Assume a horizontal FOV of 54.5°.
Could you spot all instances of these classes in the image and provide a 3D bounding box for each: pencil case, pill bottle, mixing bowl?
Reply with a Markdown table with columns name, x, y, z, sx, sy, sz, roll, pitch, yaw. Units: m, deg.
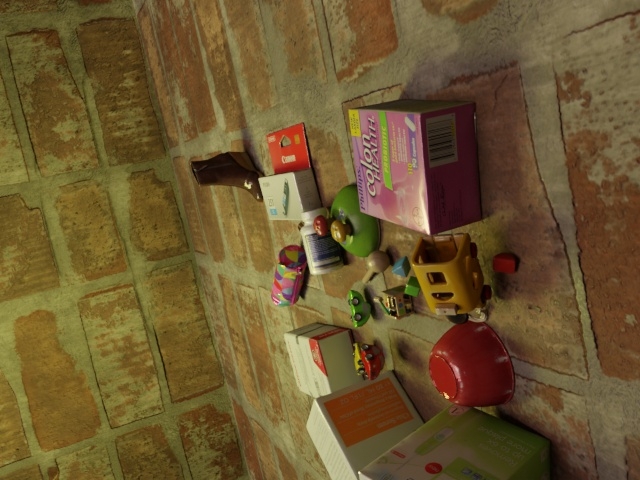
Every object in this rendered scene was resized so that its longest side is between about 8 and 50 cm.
| name | x | y | z | sx | sy | sz | roll | pitch | yaw |
| --- | --- | --- | --- | --- | --- | --- | --- | --- | --- |
| pencil case | -0.099 | 0.117 | 1.965 | 0.104 | 0.105 | 0.236 | 60 | 155 | 30 |
| pill bottle | 0.000 | 0.000 | 1.666 | 0.094 | 0.094 | 0.169 | 0 | 104 | 66 |
| mixing bowl | 0.274 | 0.248 | 1.201 | 0.181 | 0.098 | 0.181 | 45 | 143 | 50 |

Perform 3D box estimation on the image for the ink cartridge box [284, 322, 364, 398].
| name | x | y | z | sx | sy | sz | roll | pitch | yaw |
| --- | --- | --- | --- | --- | --- | --- | --- | --- | --- |
| ink cartridge box | 0.008 | 0.361 | 1.852 | 0.273 | 0.114 | 0.196 | -7 | 99 | 66 |

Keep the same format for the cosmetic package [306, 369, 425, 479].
| name | x | y | z | sx | sy | sz | roll | pitch | yaw |
| --- | --- | --- | --- | --- | --- | --- | --- | --- | --- |
| cosmetic package | 0.170 | 0.560 | 1.469 | 0.453 | 0.230 | 0.161 | 57 | 151 | 33 |

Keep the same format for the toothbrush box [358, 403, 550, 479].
| name | x | y | z | sx | sy | sz | roll | pitch | yaw |
| --- | --- | --- | --- | --- | --- | --- | --- | --- | --- |
| toothbrush box | 0.242 | 0.429 | 1.104 | 0.206 | 0.283 | 0.122 | 14 | 119 | 49 |

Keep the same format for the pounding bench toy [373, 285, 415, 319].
| name | x | y | z | sx | sy | sz | roll | pitch | yaw |
| --- | --- | --- | --- | --- | --- | --- | --- | --- | --- |
| pounding bench toy | 0.163 | 0.148 | 1.405 | 0.052 | 0.083 | 0.065 | 13 | 115 | 64 |

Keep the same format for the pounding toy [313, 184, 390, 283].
| name | x | y | z | sx | sy | sz | roll | pitch | yaw |
| --- | --- | --- | --- | --- | --- | --- | --- | --- | --- |
| pounding toy | 0.061 | -0.011 | 1.502 | 0.236 | 0.110 | 0.183 | 70 | 157 | 12 |

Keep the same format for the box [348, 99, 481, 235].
| name | x | y | z | sx | sy | sz | roll | pitch | yaw |
| --- | --- | --- | --- | --- | --- | --- | --- | --- | --- |
| box | 0.170 | -0.146 | 1.159 | 0.243 | 0.117 | 0.213 | 27 | 129 | 60 |

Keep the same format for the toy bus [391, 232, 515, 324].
| name | x | y | z | sx | sy | sz | roll | pitch | yaw |
| --- | --- | --- | --- | --- | --- | --- | --- | --- | --- |
| toy bus | 0.229 | 0.084 | 1.088 | 0.202 | 0.104 | 0.191 | 29 | 137 | 2 |

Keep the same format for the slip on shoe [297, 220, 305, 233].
| name | x | y | z | sx | sy | sz | roll | pitch | yaw |
| --- | --- | --- | --- | --- | --- | --- | --- | --- | --- |
| slip on shoe | -0.017 | -0.001 | 1.777 | 0.135 | 0.051 | 0.041 | 48 | -174 | 32 |

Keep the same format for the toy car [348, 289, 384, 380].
| name | x | y | z | sx | sy | sz | roll | pitch | yaw |
| --- | --- | --- | --- | --- | --- | --- | --- | --- | --- |
| toy car | 0.113 | 0.234 | 1.584 | 0.239 | 0.053 | 0.224 | 121 | 141 | -80 |

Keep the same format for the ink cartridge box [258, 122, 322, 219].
| name | x | y | z | sx | sy | sz | roll | pitch | yaw |
| --- | --- | --- | --- | --- | --- | --- | --- | --- | --- |
| ink cartridge box | -0.105 | -0.192 | 1.821 | 0.296 | 0.066 | 0.261 | 4 | 109 | 65 |

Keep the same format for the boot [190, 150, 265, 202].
| name | x | y | z | sx | sy | sz | roll | pitch | yaw |
| --- | --- | --- | --- | --- | --- | --- | --- | --- | --- |
| boot | -0.306 | -0.198 | 2.088 | 0.248 | 0.207 | 0.090 | 58 | 152 | 33 |
